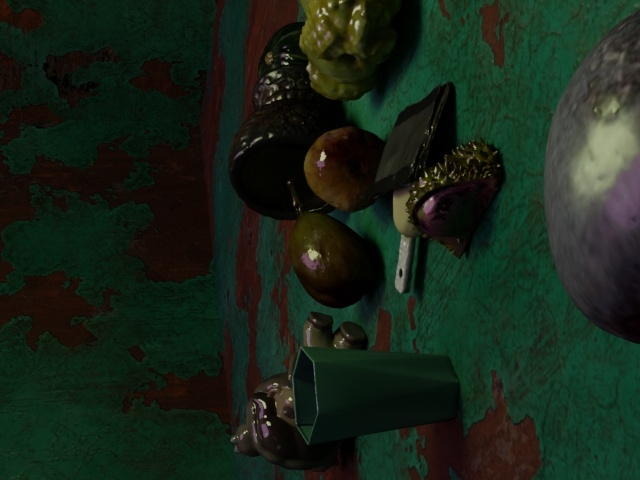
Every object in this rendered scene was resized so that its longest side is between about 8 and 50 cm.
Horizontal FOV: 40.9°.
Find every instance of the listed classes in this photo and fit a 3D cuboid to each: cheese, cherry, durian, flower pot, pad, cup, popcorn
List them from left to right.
[{"bbox_3d":[-0.057,-0.221,1.833,0.267,0.266,0.267,108,168,-49],"label":"flower pot"},{"bbox_3d":[0.058,-0.398,1.548,0.286,0.173,0.225,103,177,-72],"label":"popcorn"},{"bbox_3d":[0.086,0.235,1.312,0.134,0.235,0.148,132,138,-68],"label":"cup"},{"bbox_3d":[0.140,-0.159,1.403,0.233,0.022,0.174,166,125,-76],"label":"pad"},{"bbox_3d":[0.150,-0.023,1.419,0.127,0.049,0.235,-132,44,-67],"label":"cheese"},{"bbox_3d":[0.172,-0.074,1.224,0.187,0.108,0.119,107,157,-48],"label":"durian"},{"bbox_3d":[0.281,-0.049,0.632,0.296,0.218,0.255,-90,11,-45],"label":"cherry"}]

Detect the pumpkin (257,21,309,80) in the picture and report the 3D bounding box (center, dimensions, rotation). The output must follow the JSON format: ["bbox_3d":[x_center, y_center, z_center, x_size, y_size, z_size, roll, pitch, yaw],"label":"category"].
[{"bbox_3d":[-0.058,-0.401,1.991,0.211,0.152,0.212,-22,65,60],"label":"pumpkin"}]

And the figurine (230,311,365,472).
[{"bbox_3d":[-0.029,0.326,1.811,0.203,0.248,0.381,-106,34,-60],"label":"figurine"}]

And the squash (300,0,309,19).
[{"bbox_3d":[0.010,-0.492,1.897,0.094,0.094,0.224,120,138,-62],"label":"squash"}]

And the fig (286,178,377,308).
[{"bbox_3d":[-0.002,0.001,1.685,0.274,0.145,0.170,59,161,14],"label":"fig"}]

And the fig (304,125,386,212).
[{"bbox_3d":[0.034,-0.122,1.638,0.257,0.159,0.159,151,117,-69],"label":"fig"}]
